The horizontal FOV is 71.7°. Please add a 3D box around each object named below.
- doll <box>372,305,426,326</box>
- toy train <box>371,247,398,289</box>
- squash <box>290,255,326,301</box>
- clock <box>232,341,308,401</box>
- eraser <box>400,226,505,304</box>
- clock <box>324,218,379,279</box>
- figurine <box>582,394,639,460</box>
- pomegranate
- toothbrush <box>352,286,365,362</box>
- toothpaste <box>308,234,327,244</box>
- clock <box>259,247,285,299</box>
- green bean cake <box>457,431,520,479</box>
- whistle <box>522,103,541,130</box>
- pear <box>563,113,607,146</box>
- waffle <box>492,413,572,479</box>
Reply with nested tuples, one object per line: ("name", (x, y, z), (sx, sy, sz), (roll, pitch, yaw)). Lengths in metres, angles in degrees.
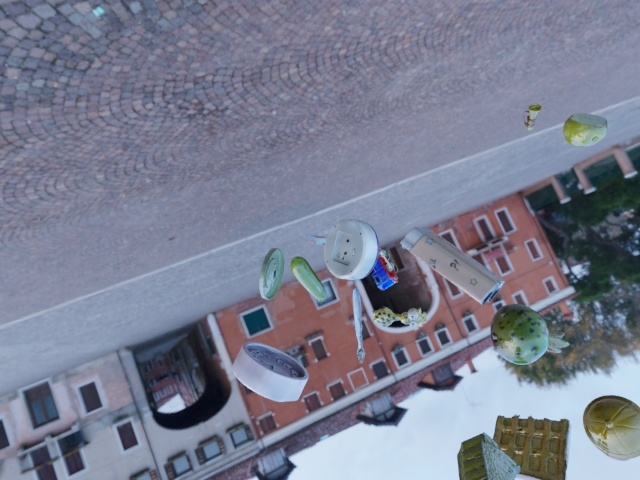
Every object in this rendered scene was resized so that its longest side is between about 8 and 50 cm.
("doll", (0.421, 0.413, 2.376), (0.291, 0.117, 0.086), (-1, -164, 20))
("toy train", (0.310, 0.137, 2.250), (0.131, 0.204, 0.082), (-37, 145, 16))
("squash", (-0.041, 0.138, 1.556), (0.066, 0.201, 0.066), (-28, -157, 13))
("clock", (-0.132, 0.347, 1.179), (0.068, 0.196, 0.197), (-64, 170, 1))
("eraser", (0.395, 0.069, 1.330), (0.171, 0.290, 0.087), (1, 124, -56))
("clock", (0.113, 0.034, 1.682), (0.083, 0.231, 0.230), (7, 154, -43))
("figurine", (0.972, 0.634, 1.452), (0.192, 0.257, 0.167), (3, -137, 42))
("pomegranate", (0.796, 0.354, 1.728), (0.285, 0.231, 0.231), (-4, 164, -31))
("toothbrush", (0.162, 0.362, 1.879), (0.035, 0.414, 0.042), (-4, -149, 5))
("toothpaste", (0.000, 0.000, 2.686), (0.070, 0.044, 0.193), (19, -173, 21))
("clock", (-0.213, 0.148, 1.978), (0.029, 0.235, 0.235), (9, -178, 15))
("green bean cake", (0.540, 0.768, 1.389), (0.124, 0.233, 0.236), (-38, -165, 27))
("whistle", (0.790, -0.466, 1.676), (0.046, 0.057, 0.109), (-48, 154, -21))
("pear", (0.946, -0.390, 1.592), (0.141, 0.141, 0.104), (-20, 135, -23))
("waffle", (0.940, 0.939, 2.000), (0.348, 0.077, 0.304), (-14, -147, 44))
